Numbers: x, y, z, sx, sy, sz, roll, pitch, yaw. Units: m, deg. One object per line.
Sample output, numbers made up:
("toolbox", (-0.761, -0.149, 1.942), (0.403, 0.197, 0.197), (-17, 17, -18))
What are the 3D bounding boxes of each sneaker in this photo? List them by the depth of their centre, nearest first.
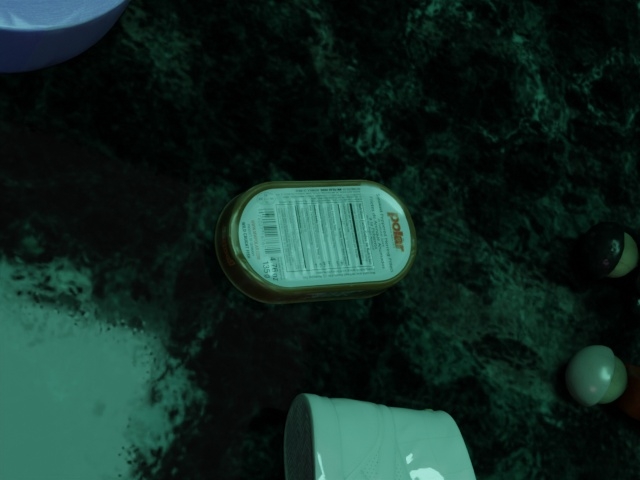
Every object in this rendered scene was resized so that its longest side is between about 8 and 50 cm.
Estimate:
("sneaker", (0.064, 0.271, 0.968), (0.169, 0.108, 0.293), (6, 70, -22))

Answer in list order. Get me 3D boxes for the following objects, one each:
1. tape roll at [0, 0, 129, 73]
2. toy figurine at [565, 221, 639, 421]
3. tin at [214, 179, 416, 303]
("tape roll", (-0.268, -0.279, 0.982), (0.274, 0.090, 0.275), (9, 69, -25))
("toy figurine", (0.334, 0.062, 1.117), (0.148, 0.209, 0.213), (22, 65, -14))
("tin", (0.000, 0.000, 1.064), (0.189, 0.040, 0.106), (-3, 80, -28))
